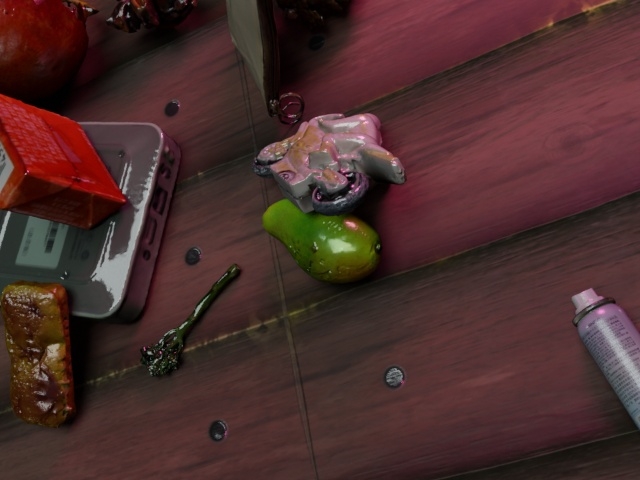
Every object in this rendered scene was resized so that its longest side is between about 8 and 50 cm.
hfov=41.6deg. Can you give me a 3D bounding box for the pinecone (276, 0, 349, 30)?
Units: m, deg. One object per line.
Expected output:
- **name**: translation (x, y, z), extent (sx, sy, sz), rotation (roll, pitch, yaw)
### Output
- **pinecone**: translation (-0.019, -0.494, 1.561), extent (0.195, 0.179, 0.150), rotation (-33, 39, 27)

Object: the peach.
- **peach**: translation (-0.691, -0.437, 1.778), extent (0.405, 0.335, 0.310), rotation (27, 89, 27)

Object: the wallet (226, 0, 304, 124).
- **wallet**: translation (-0.117, -0.405, 1.529), extent (0.068, 0.335, 0.275), rotation (-20, 48, -13)

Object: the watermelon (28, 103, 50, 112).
- **watermelon**: translation (-0.630, -0.259, 1.838), extent (0.110, 0.078, 0.078), rotation (13, 79, 31)

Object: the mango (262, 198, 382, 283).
- **mango**: translation (0.000, 0.000, 1.421), extent (0.232, 0.111, 0.125), rotation (19, 75, 28)

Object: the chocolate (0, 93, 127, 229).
- **chocolate**: translation (-0.504, -0.139, 1.530), extent (0.108, 0.234, 0.237), rotation (-47, 61, 16)

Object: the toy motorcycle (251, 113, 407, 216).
- **toy motorcycle**: translation (0.025, -0.137, 1.412), extent (0.222, 0.108, 0.340), rotation (-31, 29, -12)

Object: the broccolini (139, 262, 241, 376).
- **broccolini**: translation (-0.236, 0.141, 1.523), extent (0.071, 0.057, 0.254), rotation (37, 96, -12)

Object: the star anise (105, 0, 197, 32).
- **star anise**: translation (-0.355, -0.493, 1.750), extent (0.190, 0.126, 0.220), rotation (-11, 41, -7)

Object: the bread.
- **bread**: translation (-0.517, 0.210, 1.562), extent (0.139, 0.077, 0.271), rotation (5, 103, 22)

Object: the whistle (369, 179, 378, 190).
- **whistle**: translation (0.086, -0.107, 1.458), extent (0.100, 0.035, 0.035), rotation (-43, 60, 9)

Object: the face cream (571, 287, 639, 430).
- **face cream**: translation (0.426, 0.167, 1.174), extent (0.075, 0.075, 0.229), rotation (-33, 62, 13)

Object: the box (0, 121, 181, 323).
- **box**: translation (-0.488, -0.043, 1.675), extent (0.396, 0.111, 0.396), rotation (3, 74, 25)
